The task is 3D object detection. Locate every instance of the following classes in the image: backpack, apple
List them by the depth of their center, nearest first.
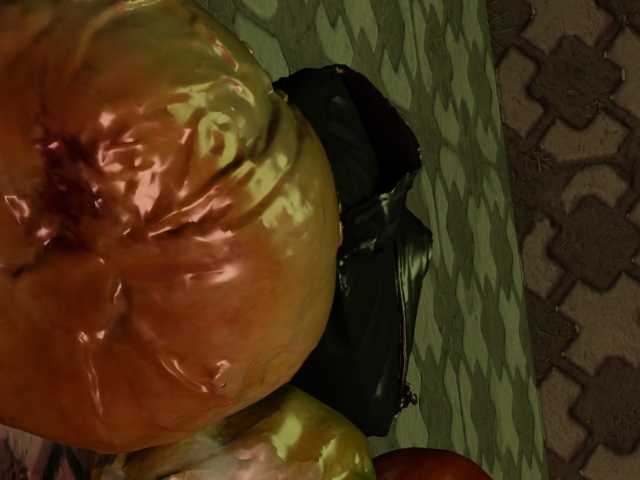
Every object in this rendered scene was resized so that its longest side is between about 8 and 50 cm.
[{"bbox_3d":[0.000,0.000,2.165,0.363,0.254,0.446,70,16,-49],"label":"backpack"},{"bbox_3d":[0.108,0.382,2.324,0.241,0.242,0.242,-37,118,-53],"label":"apple"}]

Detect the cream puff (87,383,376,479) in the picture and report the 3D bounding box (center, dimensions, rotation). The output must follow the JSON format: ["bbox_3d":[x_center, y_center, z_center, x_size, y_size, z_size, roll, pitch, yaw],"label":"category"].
[{"bbox_3d":[-0.072,0.262,1.649,0.270,0.274,0.323,-126,-138,-71],"label":"cream puff"}]

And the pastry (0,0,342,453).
[{"bbox_3d":[-0.169,-0.030,1.441,0.245,0.409,0.410,-58,136,-56],"label":"pastry"}]
